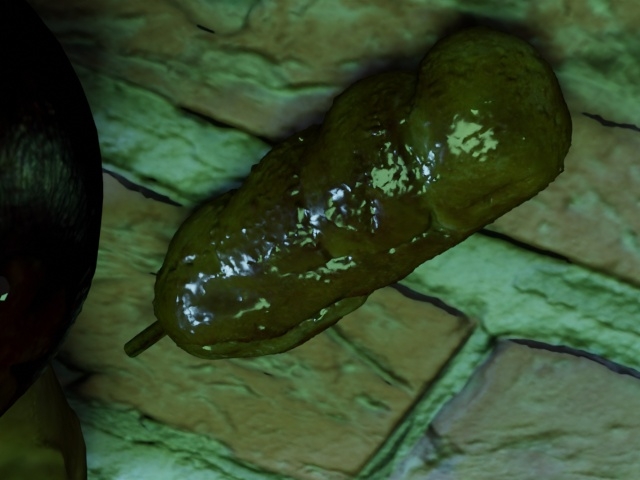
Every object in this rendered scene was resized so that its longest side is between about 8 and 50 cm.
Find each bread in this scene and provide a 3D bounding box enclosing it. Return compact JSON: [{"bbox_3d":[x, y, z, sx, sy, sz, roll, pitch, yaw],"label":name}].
[{"bbox_3d":[0.000,-0.001,0.805,0.344,0.084,0.124,-34,119,30],"label":"bread"}]

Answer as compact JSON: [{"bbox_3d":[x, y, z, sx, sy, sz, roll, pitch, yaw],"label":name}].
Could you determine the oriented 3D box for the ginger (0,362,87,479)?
[{"bbox_3d":[-0.250,0.167,0.908,0.269,0.200,0.223,-52,152,-2],"label":"ginger"}]

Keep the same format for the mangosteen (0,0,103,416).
[{"bbox_3d":[-0.281,-0.030,0.693,0.347,0.307,0.307,29,135,23],"label":"mangosteen"}]
